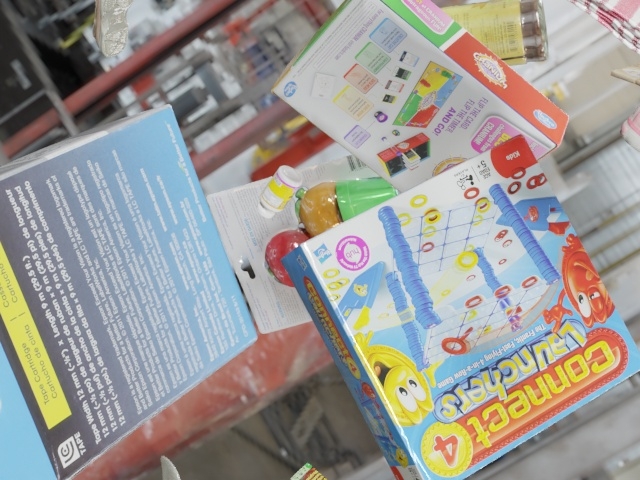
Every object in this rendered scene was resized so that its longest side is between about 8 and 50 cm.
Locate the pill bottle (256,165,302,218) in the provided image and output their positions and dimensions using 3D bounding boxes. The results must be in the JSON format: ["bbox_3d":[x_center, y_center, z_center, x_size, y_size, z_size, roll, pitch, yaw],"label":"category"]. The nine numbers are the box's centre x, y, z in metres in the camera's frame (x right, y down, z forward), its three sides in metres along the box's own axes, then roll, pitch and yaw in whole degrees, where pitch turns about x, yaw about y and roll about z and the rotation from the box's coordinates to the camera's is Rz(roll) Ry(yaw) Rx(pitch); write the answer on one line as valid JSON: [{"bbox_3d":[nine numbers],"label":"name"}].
[{"bbox_3d":[-0.066,-0.074,1.782,0.043,0.083,0.043,26,32,-18],"label":"pill bottle"}]

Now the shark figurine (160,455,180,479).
[{"bbox_3d":[-0.233,0.336,1.241,0.116,0.278,0.166,-5,78,-49],"label":"shark figurine"}]

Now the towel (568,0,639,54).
[{"bbox_3d":[0.259,-0.232,1.025,0.197,0.029,0.144,37,43,4],"label":"towel"}]

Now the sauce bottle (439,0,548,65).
[{"bbox_3d":[0.194,-0.326,1.867,0.111,0.344,0.111,-4,90,-76],"label":"sauce bottle"}]

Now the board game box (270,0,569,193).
[{"bbox_3d":[0.125,-0.179,1.496,0.316,0.242,0.064,38,49,-11],"label":"board game box"}]

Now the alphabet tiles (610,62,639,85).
[{"bbox_3d":[0.503,-0.197,1.370,0.198,0.237,0.009,33,-47,47],"label":"alphabet tiles"}]

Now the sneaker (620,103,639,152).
[{"bbox_3d":[0.267,-0.064,0.730,0.134,0.070,0.051,30,27,2],"label":"sneaker"}]

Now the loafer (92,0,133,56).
[{"bbox_3d":[-0.227,-0.257,1.231,0.045,0.125,0.039,-24,57,-38],"label":"loafer"}]

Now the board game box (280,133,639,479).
[{"bbox_3d":[0.162,0.081,1.284,0.302,0.308,0.086,62,-19,3],"label":"board game box"}]

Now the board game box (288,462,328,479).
[{"bbox_3d":[-0.060,0.386,1.312,0.136,0.260,0.030,36,-23,32],"label":"board game box"}]

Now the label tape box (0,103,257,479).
[{"bbox_3d":[-0.231,0.054,0.997,0.348,0.115,0.249,-33,109,-47],"label":"label tape box"}]

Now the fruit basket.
[{"bbox_3d":[0.000,0.000,2.202,0.165,0.353,0.327,-80,153,-60],"label":"fruit basket"}]
